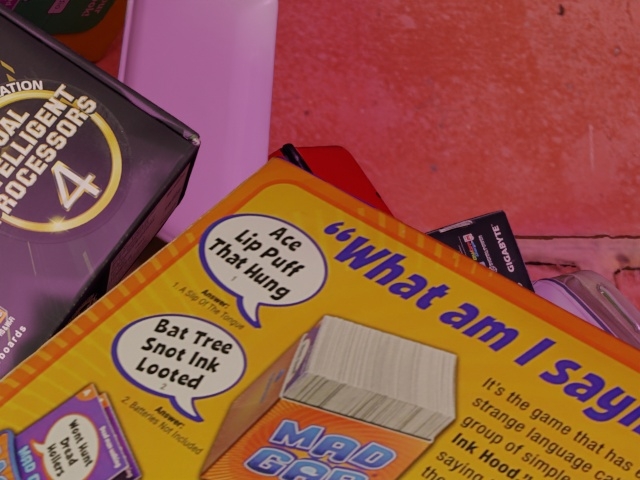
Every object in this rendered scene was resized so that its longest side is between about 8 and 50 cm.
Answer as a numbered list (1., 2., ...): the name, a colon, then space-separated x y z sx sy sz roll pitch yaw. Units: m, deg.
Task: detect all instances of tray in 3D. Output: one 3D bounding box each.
1. tray: -0.093 -0.103 1.042 0.145 0.030 0.270 35 45 -40

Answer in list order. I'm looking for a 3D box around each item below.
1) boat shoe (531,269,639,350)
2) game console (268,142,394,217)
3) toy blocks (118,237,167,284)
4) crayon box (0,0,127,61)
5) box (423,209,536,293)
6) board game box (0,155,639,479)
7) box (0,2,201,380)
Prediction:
1. boat shoe: 0.266 0.138 1.161 0.094 0.109 0.302 -25 68 -32
2. game console: 0.000 0.000 1.208 0.124 0.085 0.144 -34 72 0
3. toy blocks: -0.129 0.066 1.040 0.381 0.191 0.261 46 47 -2
4. crayon box: -0.199 -0.272 1.035 0.313 0.363 0.106 -16 64 -53
5. box: 0.096 0.103 1.121 0.175 0.051 0.220 -17 83 -27
6. board game box: 0.009 0.252 0.707 0.356 0.356 0.356 30 56 30
7. box: -0.301 0.013 0.808 0.318 0.097 0.395 34 63 3
